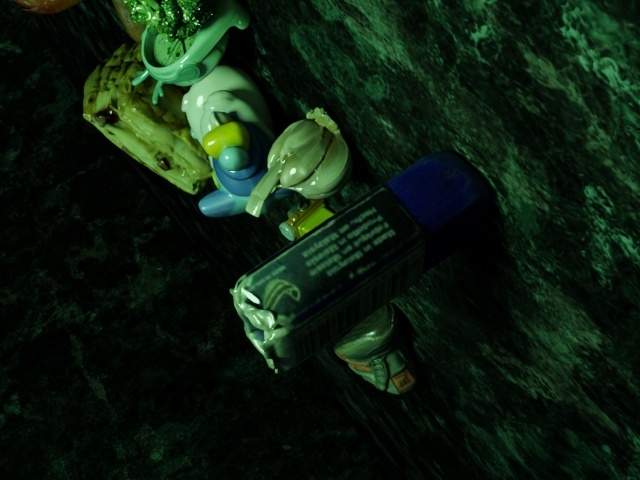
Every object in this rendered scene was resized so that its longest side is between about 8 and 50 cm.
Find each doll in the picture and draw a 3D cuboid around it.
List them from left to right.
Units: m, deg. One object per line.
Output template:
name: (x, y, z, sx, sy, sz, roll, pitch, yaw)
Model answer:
doll: (-0.150, -0.163, 1.608, 0.376, 0.187, 0.365, 34, -158, -37)

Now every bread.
bread: (-0.309, -0.264, 1.803, 0.277, 0.167, 0.324, 35, -161, -23)

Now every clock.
clock: (-0.219, -0.315, 1.471, 0.066, 0.211, 0.159, 29, -168, -49)

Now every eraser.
eraser: (0.049, 0.023, 1.120, 0.101, 0.332, 0.155, 50, 167, 20)

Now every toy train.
toy train: (0.000, 0.000, 1.774, 0.127, 0.089, 0.219, 32, 156, 33)

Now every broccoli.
broccoli: (-0.223, -0.384, 1.360, 0.195, 0.156, 0.195, -172, 90, -74)

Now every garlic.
garlic: (-0.031, -0.103, 1.421, 0.127, 0.194, 0.131, 50, 162, -23)

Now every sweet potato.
sweet potato: (-0.414, -0.514, 1.957, 0.072, 0.066, 0.314, -5, 130, 26)

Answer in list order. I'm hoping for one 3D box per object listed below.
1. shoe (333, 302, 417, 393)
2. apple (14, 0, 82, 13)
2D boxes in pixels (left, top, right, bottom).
shoe: (0.126, 0.237, 1.861, 0.171, 0.132, 0.336, 48, 168, 6)
apple: (-0.484, -0.548, 1.703, 0.272, 0.251, 0.206, 4, 132, 44)
